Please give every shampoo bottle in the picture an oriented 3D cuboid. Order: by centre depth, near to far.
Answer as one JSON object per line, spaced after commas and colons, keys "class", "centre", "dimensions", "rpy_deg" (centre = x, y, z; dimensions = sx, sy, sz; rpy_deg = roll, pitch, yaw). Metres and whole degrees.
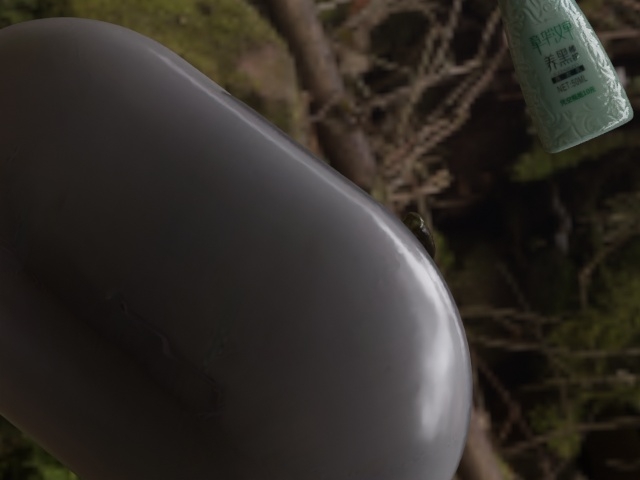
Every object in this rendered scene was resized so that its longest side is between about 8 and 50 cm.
{"class": "shampoo bottle", "centre": [0.158, -0.162, 1.195], "dimensions": [0.041, 0.069, 0.190], "rpy_deg": [-53, 120, -81]}

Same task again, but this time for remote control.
{"class": "remote control", "centre": [-0.077, 0.031, 0.826], "dimensions": [0.221, 0.332, 0.103], "rpy_deg": [-58, 167, 27]}

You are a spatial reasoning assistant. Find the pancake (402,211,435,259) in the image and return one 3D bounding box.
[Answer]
{"class": "pancake", "centre": [0.000, 0.000, 1.414], "dimensions": [0.184, 0.190, 0.020], "rpy_deg": [-46, -161, 52]}
